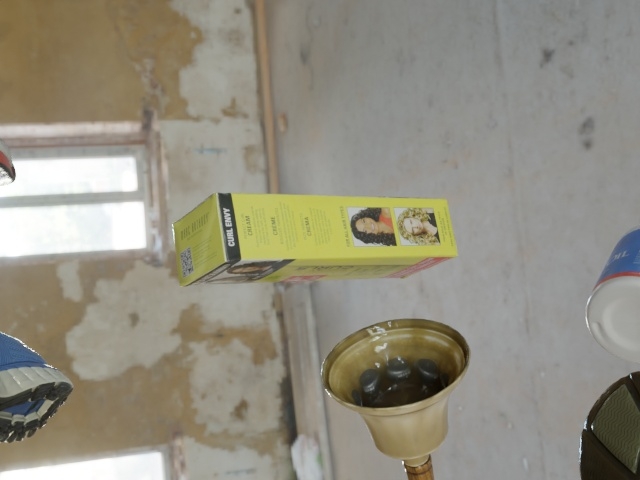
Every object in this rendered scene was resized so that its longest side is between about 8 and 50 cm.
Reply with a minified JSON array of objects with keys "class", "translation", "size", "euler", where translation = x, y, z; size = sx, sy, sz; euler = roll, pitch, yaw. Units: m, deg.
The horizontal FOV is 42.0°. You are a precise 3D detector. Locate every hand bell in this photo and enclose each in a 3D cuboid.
[{"class":"hand bell","translation":[0.086,0.204,0.745],"size":[0.126,0.126,0.242],"euler":[-126,20,-62]}]

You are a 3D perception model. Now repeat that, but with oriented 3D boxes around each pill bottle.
[{"class":"pill bottle","translation":[0.433,0.051,1.085],"size":[0.124,0.221,0.124],"euler":[16,125,25]}]

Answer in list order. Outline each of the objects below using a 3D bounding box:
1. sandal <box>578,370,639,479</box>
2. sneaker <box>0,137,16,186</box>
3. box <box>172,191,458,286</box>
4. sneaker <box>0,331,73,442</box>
[{"class":"sandal","translation":[0.204,0.134,0.346],"size":[0.219,0.090,0.060],"euler":[27,164,44]},{"class":"sneaker","translation":[-0.309,-0.128,0.622],"size":[0.270,0.090,0.145],"euler":[61,-161,-80]},{"class":"box","translation":[0.000,0.000,0.702],"size":[0.087,0.232,0.058],"euler":[-27,69,52]},{"class":"sneaker","translation":[-0.431,0.154,0.938],"size":[0.147,0.130,0.330],"euler":[39,-179,19]}]
